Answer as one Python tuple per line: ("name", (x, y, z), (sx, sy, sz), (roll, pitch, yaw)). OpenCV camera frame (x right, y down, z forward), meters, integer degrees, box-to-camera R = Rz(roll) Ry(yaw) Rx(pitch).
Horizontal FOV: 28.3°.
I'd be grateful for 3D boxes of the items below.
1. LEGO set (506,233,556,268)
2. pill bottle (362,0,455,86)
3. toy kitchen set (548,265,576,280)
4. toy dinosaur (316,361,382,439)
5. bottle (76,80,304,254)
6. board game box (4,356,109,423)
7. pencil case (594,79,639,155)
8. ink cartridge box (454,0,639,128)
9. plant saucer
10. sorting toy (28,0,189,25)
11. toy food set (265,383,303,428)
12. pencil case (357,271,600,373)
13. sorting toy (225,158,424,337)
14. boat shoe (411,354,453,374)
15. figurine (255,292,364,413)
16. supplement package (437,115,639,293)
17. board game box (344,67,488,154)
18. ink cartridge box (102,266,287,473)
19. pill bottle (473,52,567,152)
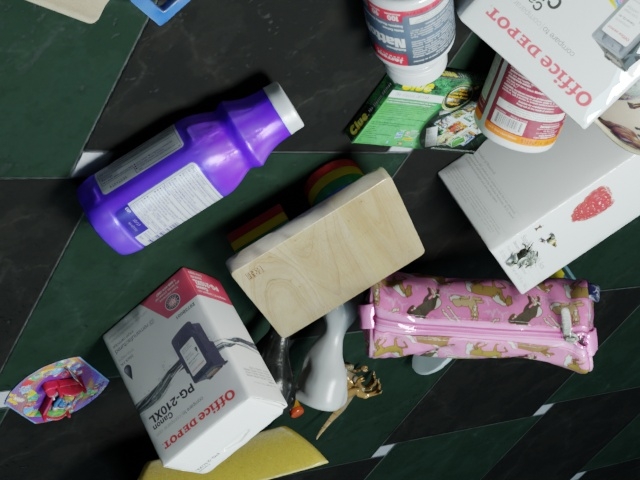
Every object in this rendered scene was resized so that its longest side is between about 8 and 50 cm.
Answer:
("LEGO set", (0.316, 0.022, 1.879), (0.083, 0.023, 0.054), (-37, 145, 13))
("pill bottle", (0.107, -0.267, 1.518), (0.108, 0.108, 0.180), (-28, 150, -6))
("toy kitchen set", (0.422, -0.010, 2.145), (0.122, 0.166, 0.207), (-17, 148, -24))
("toy dinosaur", (0.052, 0.281, 2.379), (0.112, 0.064, 0.211), (-3, 135, -11))
("bottle", (-0.156, -0.094, 1.558), (0.283, 0.092, 0.118), (-33, 151, 2))
("board game box", (-0.392, 0.240, 1.916), (0.133, 0.033, 0.168), (-31, 150, 0))
("pencil case", (0.544, -0.261, 1.767), (0.410, 0.183, 0.160), (-35, 124, -36))
("ink cartridge box", (0.342, -0.321, 1.514), (0.226, 0.131, 0.306), (39, 110, -13))
("plant saucer", (-0.171, 0.385, 2.170), (0.333, 0.081, 0.333), (-14, 172, -8))
("sorting toy", (-0.232, -0.313, 1.202), (0.196, 0.047, 0.348), (-48, 147, 20))
("toy food set", (-0.139, 0.258, 2.102), (0.111, 0.104, 0.232), (-43, 149, 21))
("pencil case", (0.252, 0.128, 2.059), (0.386, 0.160, 0.167), (4, 148, 2))
("sorting toy", (0.000, 0.000, 1.850), (0.255, 0.089, 0.257), (-31, 151, 0))
("boat shoe", (0.260, 0.195, 2.415), (0.183, 0.065, 0.083), (-43, 147, 19))
("figurine", (-0.021, 0.168, 2.052), (0.215, 0.092, 0.209), (5, 103, -48))
("supplement package", (0.365, -0.090, 1.951), (0.293, 0.175, 0.177), (-35, 146, 7))
("board game box", (0.165, -0.183, 1.785), (0.260, 0.030, 0.136), (2, 140, -44))
("ink cartridge box", (-0.182, 0.187, 1.818), (0.172, 0.237, 0.100), (-40, 150, 15))
("pill bottle", (0.295, -0.238, 1.702), (0.121, 0.121, 0.221), (-9, 133, -34))
